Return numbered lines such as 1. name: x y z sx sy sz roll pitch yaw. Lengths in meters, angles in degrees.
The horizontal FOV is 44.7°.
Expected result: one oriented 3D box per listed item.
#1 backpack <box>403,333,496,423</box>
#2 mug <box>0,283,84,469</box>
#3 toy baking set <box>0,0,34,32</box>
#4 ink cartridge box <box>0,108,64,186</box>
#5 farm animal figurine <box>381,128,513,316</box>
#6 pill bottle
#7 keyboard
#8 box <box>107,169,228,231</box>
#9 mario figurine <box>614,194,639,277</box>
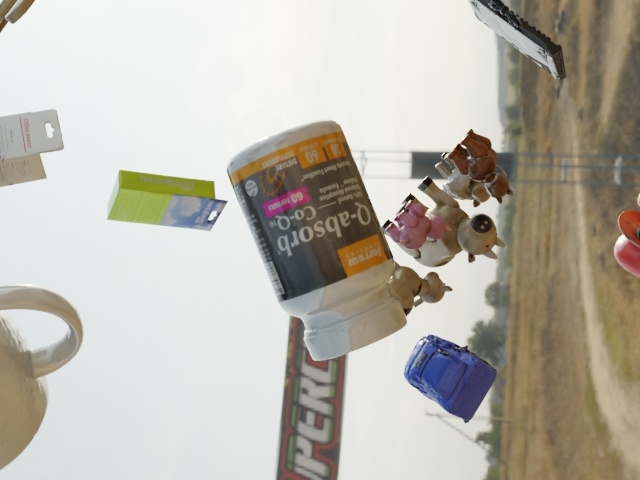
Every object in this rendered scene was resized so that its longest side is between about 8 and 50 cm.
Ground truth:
1. backpack: 0.183 0.192 1.157 0.101 0.120 0.098 37 -94 -37
2. mug: -0.546 0.168 1.166 0.328 0.374 0.276 87 165 -52
3. toy baking set: -0.236 -0.297 0.768 0.030 0.197 0.256 40 -92 -34
4. ink cartridge box: -0.498 -0.141 1.230 0.060 0.180 0.104 97 156 -51
5. farm animal figurine: 0.202 -0.004 1.299 0.330 0.172 0.327 -49 0 -1
6. pill bottle: 0.000 0.000 0.993 0.278 0.162 0.162 68 -165 1
7. keyboard: 0.264 -0.296 1.066 0.023 0.180 0.108 -46 -31 6
8. box: -0.256 -0.064 1.297 0.109 0.178 0.042 130 139 -52
9. mario figurine: 0.518 -0.062 1.036 0.198 0.320 0.170 4 -123 -38
